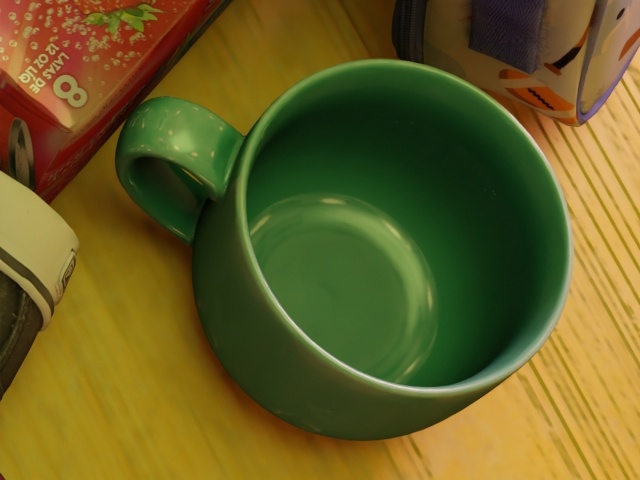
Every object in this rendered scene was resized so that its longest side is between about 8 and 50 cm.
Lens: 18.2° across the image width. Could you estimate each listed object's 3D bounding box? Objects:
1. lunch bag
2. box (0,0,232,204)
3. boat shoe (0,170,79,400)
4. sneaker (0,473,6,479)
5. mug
[{"bbox_3d":[0.109,-0.195,0.745,0.115,0.303,0.243,24,64,13],"label":"lunch bag"},{"bbox_3d":[-0.076,-0.138,0.757,0.122,0.128,0.257,40,62,-3],"label":"box"},{"bbox_3d":[-0.234,-0.026,0.676,0.301,0.108,0.102,31,63,-12],"label":"boat shoe"},{"bbox_3d":[-0.197,0.070,0.615,0.281,0.162,0.106,18,65,-13],"label":"sneaker"},{"bbox_3d":[0.009,-0.001,0.753,0.129,0.097,0.158,-33,83,-26],"label":"mug"}]
